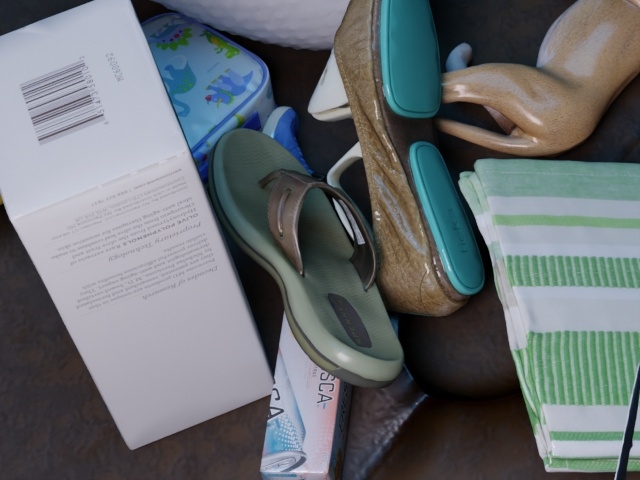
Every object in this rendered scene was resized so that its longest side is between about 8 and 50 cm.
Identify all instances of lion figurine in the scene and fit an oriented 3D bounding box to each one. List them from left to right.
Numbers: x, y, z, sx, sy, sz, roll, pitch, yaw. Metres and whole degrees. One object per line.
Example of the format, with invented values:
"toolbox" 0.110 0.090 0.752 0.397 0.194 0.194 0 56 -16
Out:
"lion figurine" 0.258 -0.185 1.798 0.240 0.142 0.392 38 83 24

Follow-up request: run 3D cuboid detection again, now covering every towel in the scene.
"towel" 0.265 0.059 1.611 0.248 0.038 0.324 2 49 -16

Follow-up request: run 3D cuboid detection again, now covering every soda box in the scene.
"soda box" -0.008 0.138 1.642 0.063 0.058 0.183 0 53 11

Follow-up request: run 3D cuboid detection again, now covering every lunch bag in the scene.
"lunch bag" -0.158 -0.111 1.838 0.176 0.090 0.219 31 64 30

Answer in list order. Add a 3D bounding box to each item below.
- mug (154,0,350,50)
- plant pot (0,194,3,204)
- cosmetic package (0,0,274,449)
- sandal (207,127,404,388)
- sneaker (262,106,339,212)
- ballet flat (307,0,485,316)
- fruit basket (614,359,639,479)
"mug" -0.055 -0.370 1.864 0.328 0.276 0.374 25 41 -20
"plant pot" -0.442 -0.110 1.839 0.187 0.212 0.212 -39 55 -1
"cosmetic package" -0.165 -0.006 1.589 0.155 0.365 0.197 -22 55 -3
"sandal" 0.002 0.001 1.632 0.120 0.086 0.302 1 41 -37
"sneaker" -0.016 -0.061 1.789 0.085 0.058 0.152 0 58 19
"ballet flat" 0.057 -0.092 1.714 0.124 0.116 0.342 -17 81 31
"fruit basket" 0.167 0.302 1.298 0.165 0.353 0.327 9 57 17
